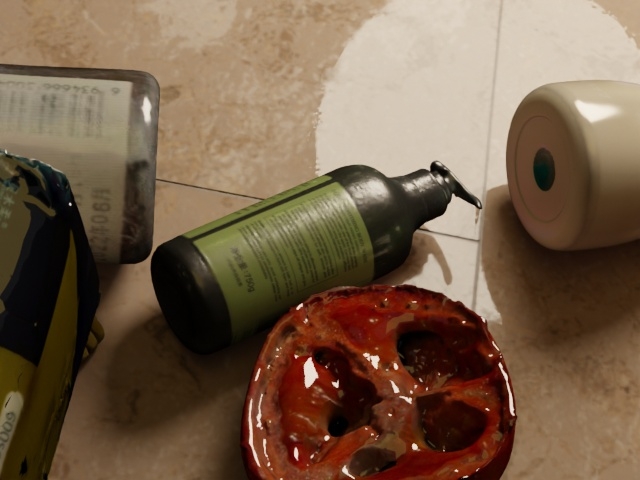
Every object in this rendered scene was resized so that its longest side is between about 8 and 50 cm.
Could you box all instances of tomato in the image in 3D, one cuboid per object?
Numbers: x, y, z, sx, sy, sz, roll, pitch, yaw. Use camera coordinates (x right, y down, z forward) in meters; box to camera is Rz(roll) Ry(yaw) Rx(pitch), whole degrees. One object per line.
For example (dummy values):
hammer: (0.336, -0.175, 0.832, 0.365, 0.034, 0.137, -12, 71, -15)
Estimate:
tomato: (0.048, 0.149, 1.501, 0.228, 0.101, 0.228, -7, 49, 9)

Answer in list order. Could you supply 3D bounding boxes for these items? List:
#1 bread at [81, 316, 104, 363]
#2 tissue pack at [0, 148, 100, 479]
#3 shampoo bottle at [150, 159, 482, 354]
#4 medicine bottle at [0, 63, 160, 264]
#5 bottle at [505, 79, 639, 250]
bread: (-0.212, 0.087, 1.543, 0.049, 0.034, 0.088, 36, 58, 6)
tissue pack: (-0.321, 0.145, 1.307, 0.253, 0.264, 0.417, 13, 69, 1)
shampoo bottle: (0.000, 0.000, 1.595, 0.284, 0.101, 0.101, -24, 65, -23)
medicine bottle: (-0.270, -0.065, 1.551, 0.273, 0.165, 0.165, 2, 58, -4)
bottle: (0.297, -0.074, 1.676, 0.236, 0.147, 0.148, -7, 59, -23)
